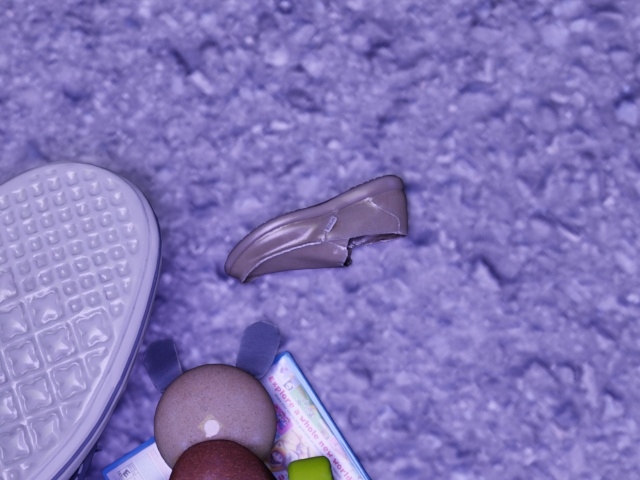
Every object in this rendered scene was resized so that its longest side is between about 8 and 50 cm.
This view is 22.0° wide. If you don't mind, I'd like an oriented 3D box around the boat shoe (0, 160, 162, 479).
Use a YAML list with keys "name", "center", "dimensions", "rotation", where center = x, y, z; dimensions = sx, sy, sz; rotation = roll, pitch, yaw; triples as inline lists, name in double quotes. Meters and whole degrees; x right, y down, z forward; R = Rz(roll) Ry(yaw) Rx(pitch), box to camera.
- name: "boat shoe"
  center: [-0.257, 0.174, 1.167]
  dimensions: [0.186, 0.156, 0.500]
  rotation: [25, 91, 12]

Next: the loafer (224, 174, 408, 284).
- name: "loafer"
  center: [0.000, 0.000, 1.216]
  dimensions: [0.148, 0.056, 0.050]
  rotation: [-26, 78, 1]

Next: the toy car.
- name: "toy car"
  center: [-0.072, 0.147, 1.179]
  dimensions: [0.155, 0.149, 0.188]
  rotation: [-10, 56, 0]

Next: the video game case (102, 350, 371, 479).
- name: "video game case"
  center: [-0.062, 0.176, 1.226]
  dimensions: [0.166, 0.015, 0.119]
  rotation: [-33, 83, 1]
